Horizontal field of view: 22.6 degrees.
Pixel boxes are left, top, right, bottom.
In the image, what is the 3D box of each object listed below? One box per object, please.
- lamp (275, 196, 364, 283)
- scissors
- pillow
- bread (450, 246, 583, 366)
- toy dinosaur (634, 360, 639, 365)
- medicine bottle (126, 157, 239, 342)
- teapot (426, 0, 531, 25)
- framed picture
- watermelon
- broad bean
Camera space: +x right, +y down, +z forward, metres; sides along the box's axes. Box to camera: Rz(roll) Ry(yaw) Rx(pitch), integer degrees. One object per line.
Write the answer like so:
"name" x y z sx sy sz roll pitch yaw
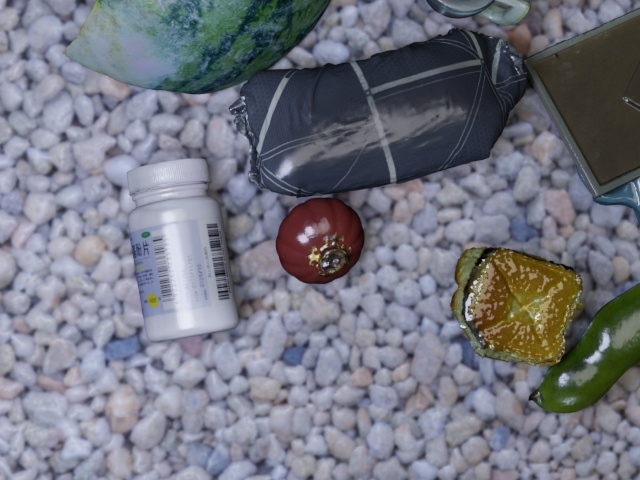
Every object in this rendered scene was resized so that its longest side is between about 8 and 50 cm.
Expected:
"lamp" 0.000 0.000 1.749 0.101 0.090 0.101 -14 125 -20
"scissors" 0.396 -0.012 1.834 0.138 0.041 0.289 -25 89 -17
"pillow" 0.071 -0.143 1.770 0.335 0.092 0.161 -13 79 -10
"bread" 0.214 0.075 1.786 0.140 0.069 0.128 14 84 -9
"toy dinosaur" 0.374 0.141 1.828 0.113 0.026 0.041 -33 90 -2
"medicine bottle" -0.151 0.011 1.719 0.102 0.103 0.187 -9 88 -9
"teapot" 0.163 -0.277 1.797 0.092 0.091 0.124 -35 86 -9
"framed picture" 0.377 -0.176 1.837 0.250 0.016 0.184 -26 80 -14
"watermelon" -0.134 -0.263 1.730 0.260 0.176 0.256 -54 133 -10
"broad bean" 0.368 0.095 1.791 0.318 0.056 0.098 -30 90 3
